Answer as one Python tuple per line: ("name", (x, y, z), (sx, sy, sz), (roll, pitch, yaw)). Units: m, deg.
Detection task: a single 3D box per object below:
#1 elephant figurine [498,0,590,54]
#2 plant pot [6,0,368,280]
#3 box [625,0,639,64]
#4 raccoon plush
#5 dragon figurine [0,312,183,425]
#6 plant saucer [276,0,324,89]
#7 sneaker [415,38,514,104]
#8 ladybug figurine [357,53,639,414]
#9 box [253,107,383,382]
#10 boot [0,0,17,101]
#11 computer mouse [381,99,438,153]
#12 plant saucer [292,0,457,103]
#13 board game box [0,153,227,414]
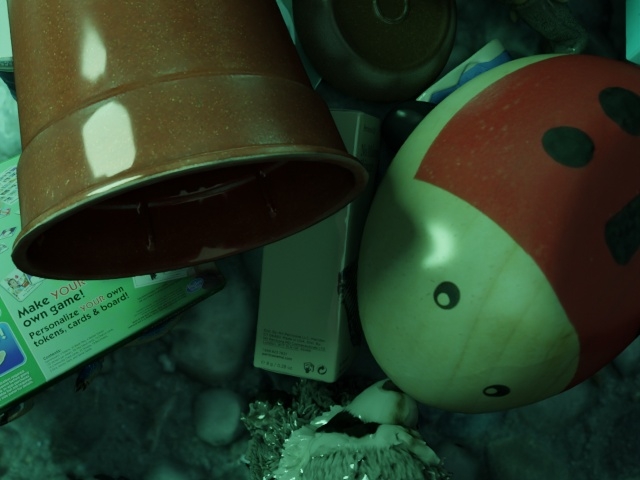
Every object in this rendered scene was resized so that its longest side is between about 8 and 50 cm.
("elephant figurine", (0.189, -0.304, 0.609), (0.240, 0.169, 0.185), (-5, 128, -39))
("plant pot", (-0.128, -0.133, 0.497), (0.273, 0.272, 0.264), (-16, 80, -5))
("box", (0.380, -0.281, 0.630), (0.101, 0.060, 0.244), (17, 64, -9))
("raccoon plush", (0.033, 0.344, 0.618), (0.216, 0.299, 0.445), (-3, 99, -7))
("dragon figurine", (-0.302, 0.096, 0.646), (0.289, 0.085, 0.144), (-23, 101, -2))
("plant saucer", (-0.086, -0.220, 0.650), (0.195, 0.037, 0.194), (-1, 98, -7))
("sneaker", (0.165, -0.150, 0.682), (0.152, 0.058, 0.084), (-38, 93, -7))
("ladybug figurine", (0.232, -0.023, 0.573), (0.449, 0.162, 0.305), (-42, 108, -25))
("box", (0.000, 0.000, 0.647), (0.094, 0.113, 0.274), (8, 100, 17))
("boot", (-0.274, -0.232, 0.615), (0.069, 0.086, 0.189), (22, 67, 0))
("computer mouse", (0.177, -0.096, 0.672), (0.242, 0.041, 0.071), (12, 129, -21))
("plant saucer", (0.069, -0.248, 0.643), (0.199, 0.036, 0.198), (-2, 95, -20))
("board game box", (-0.282, 0.031, 0.584), (0.317, 0.046, 0.213), (-29, 83, -20))
